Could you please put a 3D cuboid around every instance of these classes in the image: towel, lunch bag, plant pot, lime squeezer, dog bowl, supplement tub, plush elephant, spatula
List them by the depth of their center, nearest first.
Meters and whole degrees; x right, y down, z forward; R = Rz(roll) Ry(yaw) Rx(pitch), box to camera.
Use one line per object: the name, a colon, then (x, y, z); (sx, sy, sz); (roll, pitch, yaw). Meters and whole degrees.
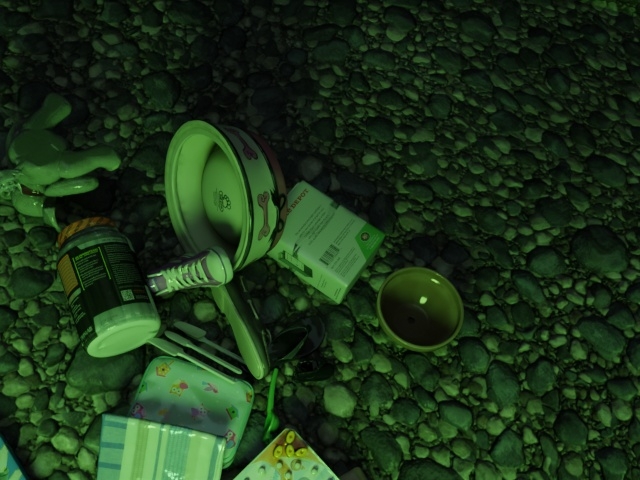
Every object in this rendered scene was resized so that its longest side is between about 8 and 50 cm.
towel: (-0.357, 0.498, 1.473); (0.284, 0.209, 0.034); (12, 19, -1)
lunch bag: (-0.312, 0.412, 1.565); (0.279, 0.108, 0.224); (17, 61, 0)
lime squeezer: (-0.091, 0.462, 1.607); (0.109, 0.059, 0.310); (-19, 65, -19)
spatula: (-0.285, 0.272, 1.628); (0.242, 0.168, 0.019); (24, 103, 13)
supplement tub: (-0.534, 0.111, 1.641); (0.193, 0.194, 0.316); (-19, 67, -19)
dog bowl: (-0.243, -0.115, 1.720); (0.150, 0.408, 0.408); (-14, 63, -39)
plush elephant: (-0.727, -0.168, 1.747); (0.272, 0.255, 0.330); (40, 54, 2)
plant pot: (0.256, 0.198, 1.785); (0.237, 0.110, 0.237); (5, 60, -9)

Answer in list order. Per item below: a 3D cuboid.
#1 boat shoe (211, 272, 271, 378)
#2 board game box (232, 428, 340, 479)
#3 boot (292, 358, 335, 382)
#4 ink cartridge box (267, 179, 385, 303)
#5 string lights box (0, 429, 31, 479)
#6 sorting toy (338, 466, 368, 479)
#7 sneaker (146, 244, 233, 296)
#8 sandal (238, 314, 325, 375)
boat shoe: (-0.180, 0.199, 1.675); (0.095, 0.112, 0.335); (-13, 47, -25)
board game box: (-0.075, 0.684, 1.435); (0.390, 0.050, 0.390); (-42, 81, -18)
boot: (-0.014, 0.325, 1.671); (0.121, 0.099, 0.045); (-8, 65, -14)
ink cartridge box: (0.000, 0.000, 1.840); (0.289, 0.121, 0.211); (34, 61, 9)
string lights box: (-0.727, 0.520, 1.447); (0.133, 0.077, 0.260); (-34, 72, -23)
sorting toy: (0.056, 0.662, 1.538); (0.208, 0.038, 0.193); (-22, 67, -25)
sneaker: (-0.336, 0.093, 1.646); (0.161, 0.282, 0.102); (-25, 97, -36)
sandal: (-0.090, 0.272, 1.712); (0.254, 0.054, 0.097); (-27, 69, -22)
